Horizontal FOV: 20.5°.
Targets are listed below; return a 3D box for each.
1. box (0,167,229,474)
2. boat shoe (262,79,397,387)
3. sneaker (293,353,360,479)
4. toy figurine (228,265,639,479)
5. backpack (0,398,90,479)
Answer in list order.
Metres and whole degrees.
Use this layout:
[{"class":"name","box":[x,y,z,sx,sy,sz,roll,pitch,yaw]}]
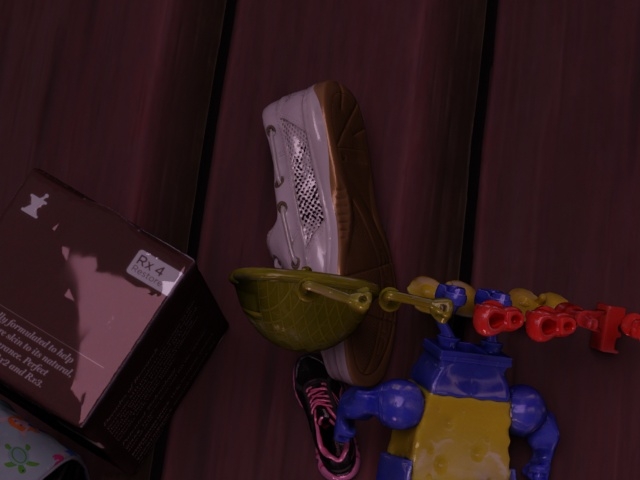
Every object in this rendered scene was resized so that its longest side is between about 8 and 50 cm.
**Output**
[{"class":"box","box":[-0.202,0.074,1.522,0.168,0.203,0.167,30,77,15]},{"class":"boat shoe","box":[0.000,0.000,1.592,0.096,0.098,0.277,-14,76,29]},{"class":"sneaker","box":[0.005,0.150,1.552,0.047,0.057,0.119,-20,69,1]},{"class":"toy figurine","box":[0.099,0.146,1.460,0.362,0.191,0.217,7,94,-23]},{"class":"backpack","box":[-0.311,0.253,1.464,0.191,0.225,0.253,37,69,17]}]
